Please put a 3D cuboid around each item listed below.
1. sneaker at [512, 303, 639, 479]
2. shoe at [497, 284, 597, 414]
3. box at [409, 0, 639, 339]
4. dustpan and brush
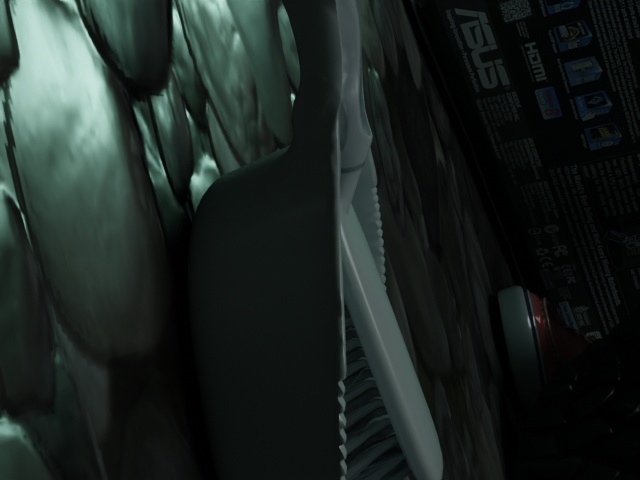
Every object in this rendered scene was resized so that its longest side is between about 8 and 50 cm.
[{"bbox_3d":[0.204,0.087,0.991,0.283,0.107,0.124,-48,135,-33],"label":"sneaker"},{"bbox_3d":[0.153,0.073,1.061,0.178,0.081,0.063,60,20,-54],"label":"shoe"},{"bbox_3d":[0.245,-0.082,1.087,0.395,0.318,0.097,61,20,-51],"label":"box"},{"bbox_3d":[0.000,0.000,0.473,0.147,0.060,0.211,-77,152,-64],"label":"dustpan and brush"}]
